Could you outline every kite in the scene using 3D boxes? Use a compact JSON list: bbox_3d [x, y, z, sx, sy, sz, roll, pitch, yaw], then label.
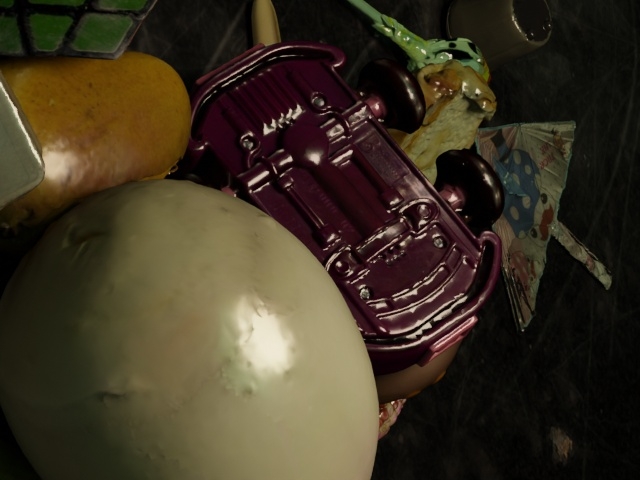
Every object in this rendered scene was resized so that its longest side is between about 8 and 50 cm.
[{"bbox_3d":[0.263,-0.029,2.351,0.314,0.011,0.335,46,47,-34],"label":"kite"}]

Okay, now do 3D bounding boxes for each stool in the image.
[{"bbox_3d":[0.206,-0.247,2.267,0.096,0.110,0.096,18,65,-43],"label":"stool"}]

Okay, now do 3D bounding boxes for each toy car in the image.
[{"bbox_3d":[0.000,0.000,1.842,0.271,0.240,0.340,-32,78,-26],"label":"toy car"}]

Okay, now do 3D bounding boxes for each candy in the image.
[{"bbox_3d":[0.067,-0.228,2.136,0.305,0.083,0.091,33,71,-31],"label":"candy"}]

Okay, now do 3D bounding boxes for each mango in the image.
[{"bbox_3d":[-0.212,-0.085,1.660,0.262,0.130,0.167,-19,80,-44],"label":"mango"}]

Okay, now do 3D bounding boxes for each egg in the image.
[{"bbox_3d":[-0.095,0.121,1.575,0.345,0.283,0.283,52,43,-23],"label":"egg"}]

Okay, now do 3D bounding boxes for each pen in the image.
[{"bbox_3d":[-0.049,-0.131,1.976,0.040,0.032,0.233,-3,78,-28],"label":"pen"}]

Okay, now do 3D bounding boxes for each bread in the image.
[{"bbox_3d":[0.082,-0.083,1.981,0.128,0.232,0.088,4,37,-46],"label":"bread"}]

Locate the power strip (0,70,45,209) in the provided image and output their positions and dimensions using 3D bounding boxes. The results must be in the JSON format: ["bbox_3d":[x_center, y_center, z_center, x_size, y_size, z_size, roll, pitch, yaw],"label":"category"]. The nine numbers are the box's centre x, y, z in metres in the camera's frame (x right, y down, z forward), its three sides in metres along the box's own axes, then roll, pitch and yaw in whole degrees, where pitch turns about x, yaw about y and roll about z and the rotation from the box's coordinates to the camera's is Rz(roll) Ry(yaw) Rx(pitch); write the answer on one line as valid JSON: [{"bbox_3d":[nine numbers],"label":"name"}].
[{"bbox_3d":[-0.337,-0.095,1.520,0.198,0.064,0.213,-27,105,-7],"label":"power strip"}]

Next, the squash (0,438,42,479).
[{"bbox_3d":[-0.270,0.185,1.565,0.201,0.066,0.066,35,52,-44],"label":"squash"}]

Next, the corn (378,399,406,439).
[{"bbox_3d":[0.079,0.091,2.021,0.092,0.092,0.280,53,46,-26],"label":"corn"}]

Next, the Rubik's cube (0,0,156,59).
[{"bbox_3d":[-0.228,-0.292,1.608,0.264,0.319,0.319,51,36,-70],"label":"Rubik's cube"}]
